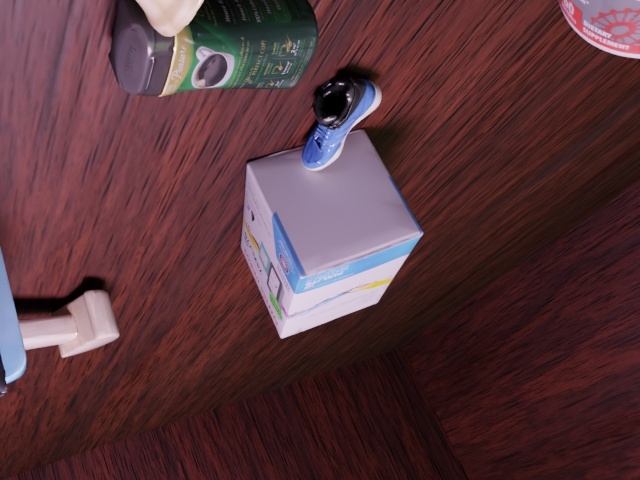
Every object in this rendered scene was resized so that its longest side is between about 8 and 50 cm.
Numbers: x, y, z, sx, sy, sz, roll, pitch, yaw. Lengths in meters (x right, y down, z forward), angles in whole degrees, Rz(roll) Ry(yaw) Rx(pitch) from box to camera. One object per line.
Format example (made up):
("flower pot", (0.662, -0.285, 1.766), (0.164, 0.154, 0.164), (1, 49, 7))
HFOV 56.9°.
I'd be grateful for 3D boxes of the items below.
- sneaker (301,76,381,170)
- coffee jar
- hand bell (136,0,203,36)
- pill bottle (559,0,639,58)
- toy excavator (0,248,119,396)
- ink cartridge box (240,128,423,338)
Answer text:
("sneaker", (0.008, -0.154, 0.781), (0.152, 0.058, 0.085), (-43, 159, 29))
("coffee jar", (-0.100, -0.187, 0.553), (0.184, 0.079, 0.096), (-13, 158, -33))
("hand bell", (-0.191, -0.226, 0.360), (0.242, 0.126, 0.126), (8, 142, -38))
("pill bottle", (0.314, -0.332, 0.502), (0.210, 0.210, 0.363), (-30, 158, 12))
("toy excavator", (-0.461, 0.110, 0.736), (0.433, 0.222, 0.445), (-14, 170, -30))
("ink cartridge box", (0.000, 0.000, 0.947), (0.197, 0.198, 0.270), (-19, 158, -18))
